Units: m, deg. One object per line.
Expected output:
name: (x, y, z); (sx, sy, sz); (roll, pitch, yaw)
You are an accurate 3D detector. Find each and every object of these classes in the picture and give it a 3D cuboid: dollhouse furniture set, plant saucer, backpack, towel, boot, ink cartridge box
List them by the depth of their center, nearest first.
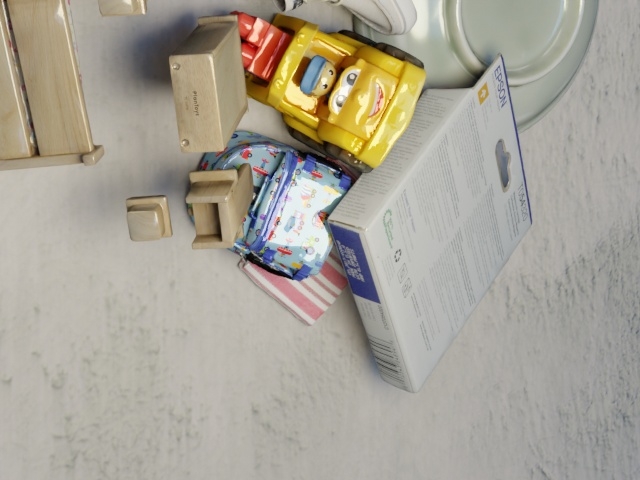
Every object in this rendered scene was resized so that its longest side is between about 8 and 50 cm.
dollhouse furniture set: (-0.268, -0.146, 1.316); (0.355, 0.174, 0.303); (-3, 111, 8)
boot: (-0.008, -0.305, 1.416); (0.258, 0.095, 0.123); (41, 68, -16)
backpack: (-0.065, -0.049, 1.448); (0.173, 0.117, 0.158); (27, 89, -15)
ink cartridge box: (0.153, -0.024, 1.549); (0.330, 0.071, 0.324); (-53, 143, -29)
towel: (0.000, 0.000, 1.566); (0.197, 0.029, 0.144); (-50, 121, -6)
plant saucer: (0.235, -0.314, 1.571); (0.400, 0.100, 0.401); (-8, 107, -28)

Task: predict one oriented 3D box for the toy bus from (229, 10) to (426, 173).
toy bus: (-0.011, -0.194, 1.397); (0.211, 0.220, 0.149); (28, 93, -26)
